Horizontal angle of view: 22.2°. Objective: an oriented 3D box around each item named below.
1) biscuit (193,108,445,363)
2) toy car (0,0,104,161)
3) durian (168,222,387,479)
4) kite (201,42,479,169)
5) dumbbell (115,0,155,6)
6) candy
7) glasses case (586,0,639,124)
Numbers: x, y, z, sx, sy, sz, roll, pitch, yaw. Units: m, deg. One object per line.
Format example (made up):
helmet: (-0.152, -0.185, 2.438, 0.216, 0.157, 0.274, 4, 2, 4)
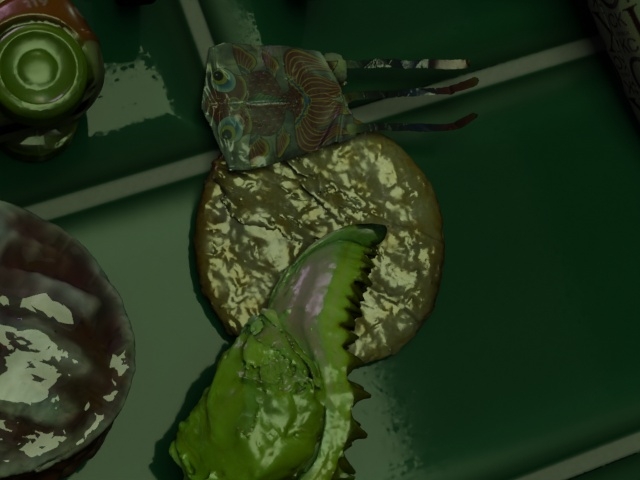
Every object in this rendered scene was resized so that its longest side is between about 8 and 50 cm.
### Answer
biscuit: (0.000, 0.000, 1.315, 0.220, 0.033, 0.219, 3, 77, -13)
toy car: (-0.291, -0.158, 1.224, 0.235, 0.145, 0.235, 2, 78, -11)
durian: (-0.038, 0.147, 1.221, 0.132, 0.106, 0.375, 27, 79, -5)
kite: (0.017, -0.112, 1.330, 0.229, 0.016, 0.127, -2, 63, -6)
dumbbell: (-0.079, -0.261, 1.300, 0.325, 0.143, 0.143, -4, 78, -14)
candy: (-0.277, 0.074, 1.170, 0.290, 0.157, 0.214, 17, 69, -3)
glasses case: (0.292, -0.222, 1.363, 0.137, 0.085, 0.354, -29, 107, -14)
